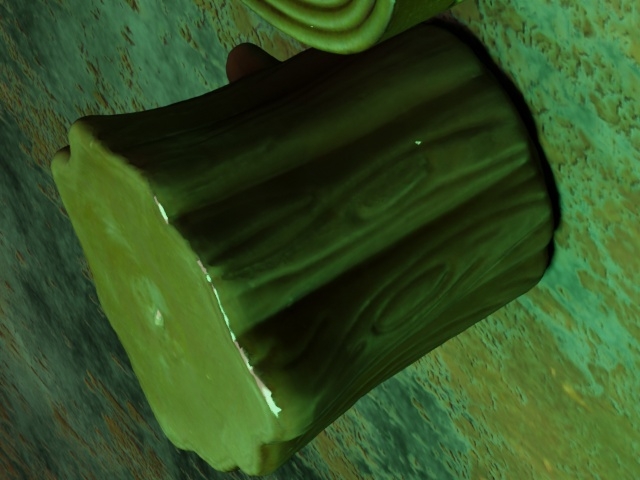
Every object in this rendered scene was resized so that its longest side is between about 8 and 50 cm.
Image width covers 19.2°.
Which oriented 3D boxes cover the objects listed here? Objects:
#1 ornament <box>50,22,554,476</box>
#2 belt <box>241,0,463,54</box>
[{"bbox_3d":[0.000,0.000,1.063,0.235,0.218,0.221,43,151,38],"label":"ornament"},{"bbox_3d":[-0.021,-0.244,0.972,0.338,0.122,0.217,47,151,29],"label":"belt"}]
